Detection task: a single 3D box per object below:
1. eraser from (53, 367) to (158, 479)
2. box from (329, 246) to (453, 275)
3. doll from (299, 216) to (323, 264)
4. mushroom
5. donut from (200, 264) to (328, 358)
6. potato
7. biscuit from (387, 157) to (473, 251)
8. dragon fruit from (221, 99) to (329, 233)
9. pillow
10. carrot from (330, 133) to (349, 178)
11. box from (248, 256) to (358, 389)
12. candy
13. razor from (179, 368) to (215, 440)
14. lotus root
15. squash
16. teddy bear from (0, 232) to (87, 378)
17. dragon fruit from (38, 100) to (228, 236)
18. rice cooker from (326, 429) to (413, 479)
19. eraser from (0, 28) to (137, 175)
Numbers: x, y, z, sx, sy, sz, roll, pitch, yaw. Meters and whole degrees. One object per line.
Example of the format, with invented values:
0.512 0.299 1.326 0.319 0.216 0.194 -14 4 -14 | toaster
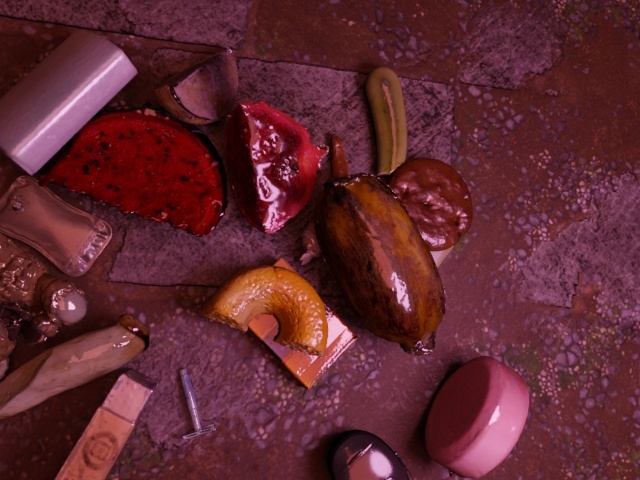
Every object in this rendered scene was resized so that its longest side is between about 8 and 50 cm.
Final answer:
-0.418 0.406 1.050 0.078 0.144 0.343 30 79 -6 | eraser
0.167 0.022 1.276 0.211 0.045 0.270 39 77 -5 | box
0.000 0.000 1.226 0.084 0.073 0.127 24 75 0 | doll
-0.481 0.239 1.075 0.333 0.107 0.087 -23 53 -13 | mushroom
-0.088 0.118 1.123 0.259 0.101 0.152 19 73 -5 | donut
-0.260 -0.298 1.186 0.100 0.261 0.120 -9 118 25 | potato
0.242 -0.081 1.263 0.212 0.036 0.212 2 81 -14 | biscuit
-0.088 -0.160 1.210 0.212 0.134 0.262 -11 101 -25 | dragon fruit
-0.531 -0.031 1.134 0.217 0.033 0.130 35 78 -7 | pillow
0.045 -0.142 1.269 0.047 0.047 0.191 -2 82 -13 | carrot
-0.058 0.172 1.197 0.152 0.070 0.237 -44 95 -14 | box
0.309 0.362 1.169 0.094 0.255 0.255 34 77 -7 | candy
-0.260 0.324 1.154 0.068 0.040 0.135 -14 80 -15 | razor
0.124 0.045 1.147 0.196 0.179 0.397 -25 90 -15 | lotus root
0.150 -0.270 1.294 0.083 0.083 0.250 -6 87 -13 | squash
-0.600 0.127 1.039 0.267 0.156 0.256 41 77 -18 | teddy bear
-0.333 -0.143 1.150 0.344 0.100 0.282 20 62 0 | dragon fruit
0.099 0.479 1.168 0.142 0.118 0.203 -37 91 -15 | rice cooker
-0.512 -0.271 1.103 0.189 0.104 0.290 29 73 39 | eraser
